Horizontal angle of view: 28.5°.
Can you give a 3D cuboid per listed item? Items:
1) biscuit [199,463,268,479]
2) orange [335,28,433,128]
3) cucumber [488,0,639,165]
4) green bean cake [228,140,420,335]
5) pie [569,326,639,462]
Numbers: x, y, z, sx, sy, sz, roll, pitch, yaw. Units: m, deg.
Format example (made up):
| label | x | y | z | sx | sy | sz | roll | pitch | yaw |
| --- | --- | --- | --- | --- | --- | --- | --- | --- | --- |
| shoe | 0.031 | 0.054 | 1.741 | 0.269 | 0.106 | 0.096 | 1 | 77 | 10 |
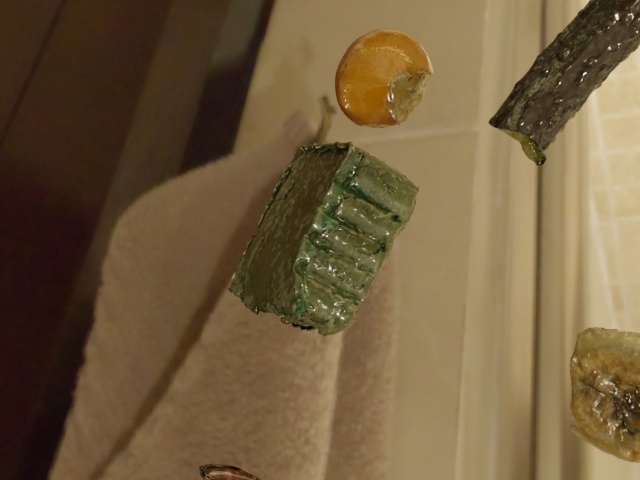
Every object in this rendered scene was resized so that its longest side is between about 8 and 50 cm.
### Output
| label | x | y | z | sx | sy | sz | roll | pitch | yaw |
| --- | --- | --- | --- | --- | --- | --- | --- | --- | --- |
| biscuit | -0.049 | 0.319 | 1.331 | 0.151 | 0.235 | 0.063 | 39 | 96 | -22 |
| orange | 0.098 | -0.239 | 1.893 | 0.157 | 0.134 | 0.156 | -10 | 114 | -24 |
| cucumber | 0.289 | -0.208 | 1.263 | 0.081 | 0.072 | 0.303 | 37 | 111 | -6 |
| green bean cake | 0.000 | 0.000 | 1.688 | 0.132 | 0.255 | 0.241 | 28 | 171 | -23 |
| pie | 0.404 | 0.201 | 1.601 | 0.185 | 0.052 | 0.218 | 11 | 127 | 30 |
